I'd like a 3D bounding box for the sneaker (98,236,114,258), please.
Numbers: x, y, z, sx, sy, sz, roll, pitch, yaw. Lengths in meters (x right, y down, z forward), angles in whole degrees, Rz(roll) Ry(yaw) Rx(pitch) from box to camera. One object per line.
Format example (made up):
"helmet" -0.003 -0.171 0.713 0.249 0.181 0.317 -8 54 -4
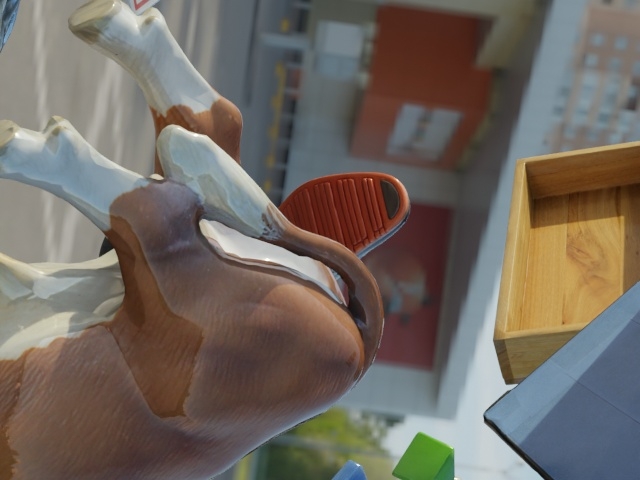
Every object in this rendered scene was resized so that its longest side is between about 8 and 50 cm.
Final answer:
"sneaker" -0.161 0.062 1.628 0.121 0.111 0.300 -39 153 -64

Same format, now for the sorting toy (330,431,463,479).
"sorting toy" 0.056 0.294 1.194 0.196 0.047 0.347 -35 134 -38

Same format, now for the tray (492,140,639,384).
"tray" 0.332 0.017 1.999 0.411 0.203 0.076 -72 150 -57

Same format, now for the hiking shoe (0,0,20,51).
"hiking shoe" -0.372 -0.319 1.814 0.132 0.113 0.304 -128 -121 -78

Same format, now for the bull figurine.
"bull figurine" -0.132 0.058 0.563 0.188 0.310 0.101 65 -8 -31

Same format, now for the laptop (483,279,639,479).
"laptop" 0.243 -0.058 0.990 0.382 0.236 0.407 -142 -134 -78

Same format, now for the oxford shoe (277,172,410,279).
"oxford shoe" 0.000 0.000 1.762 0.271 0.098 0.097 -23 -113 36

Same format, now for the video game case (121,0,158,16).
"video game case" -0.157 -0.363 1.455 0.204 0.025 0.285 -52 139 -55
